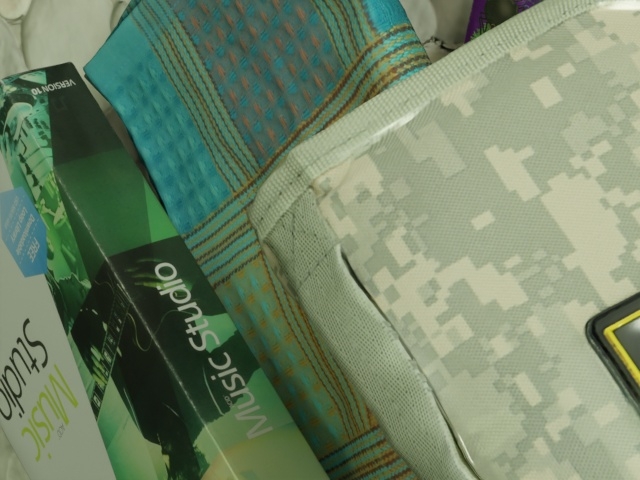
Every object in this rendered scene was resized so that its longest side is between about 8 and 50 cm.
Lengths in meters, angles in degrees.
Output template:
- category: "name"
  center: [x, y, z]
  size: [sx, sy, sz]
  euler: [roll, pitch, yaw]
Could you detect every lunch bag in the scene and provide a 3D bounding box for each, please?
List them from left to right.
- category: "lunch bag"
  center: [0.141, 0.044, 0.564]
  size: [0.235, 0.287, 0.169]
  euler: [57, 133, 20]

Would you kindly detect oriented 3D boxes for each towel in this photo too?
- category: "towel"
  center: [0.000, 0.000, 0.901]
  size: [0.370, 0.040, 0.271]
  euler: [64, 148, 12]

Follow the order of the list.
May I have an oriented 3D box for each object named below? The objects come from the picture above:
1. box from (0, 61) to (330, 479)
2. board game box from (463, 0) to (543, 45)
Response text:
- category: "box"
  center: [-0.120, 0.090, 1.039]
  size: [0.322, 0.058, 0.232]
  euler: [55, 144, 19]
- category: "board game box"
  center: [0.204, -0.053, 0.715]
  size: [0.347, 0.056, 0.208]
  euler: [30, 116, 37]
